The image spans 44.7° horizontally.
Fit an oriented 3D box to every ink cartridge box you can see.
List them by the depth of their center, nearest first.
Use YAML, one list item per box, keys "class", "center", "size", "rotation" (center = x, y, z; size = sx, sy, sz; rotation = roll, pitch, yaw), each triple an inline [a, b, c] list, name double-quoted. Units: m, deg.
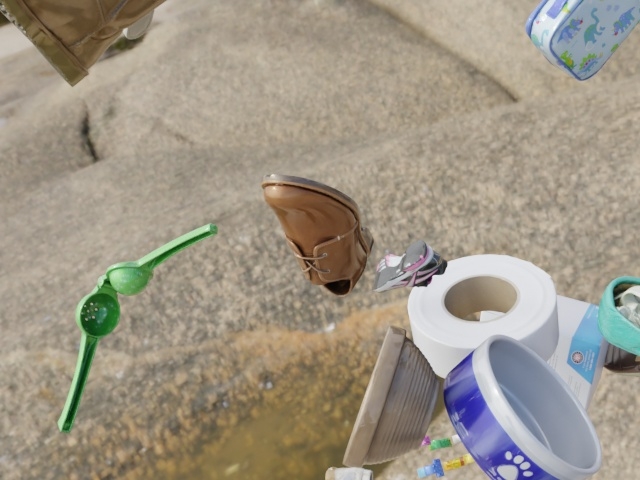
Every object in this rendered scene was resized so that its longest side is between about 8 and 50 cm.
- class: "ink cartridge box"
  center: [0.520, 0.247, 1.826]
  size: [0.270, 0.198, 0.197]
  rotation: [16, 26, 25]

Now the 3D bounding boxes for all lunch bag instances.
- class: "lunch bag"
  center: [0.480, -0.410, 1.381]
  size: [0.219, 0.176, 0.090]
  rotation: [-52, 46, 15]

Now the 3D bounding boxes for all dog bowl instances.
- class: "dog bowl"
  center: [0.330, 0.290, 1.276]
  size: [0.104, 0.265, 0.265]
  rotation: [-46, 15, 26]

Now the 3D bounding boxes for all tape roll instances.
- class: "tape roll"
  center: [0.317, 0.147, 1.512]
  size: [0.286, 0.100, 0.286]
  rotation: [-11, 32, 7]

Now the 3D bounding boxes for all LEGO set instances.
- class: "LEGO set"
  center: [0.288, 0.462, 1.695]
  size: [0.227, 0.087, 0.093]
  rotation: [2, -26, -37]

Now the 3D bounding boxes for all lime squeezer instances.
- class: "lime squeezer"
  center: [-0.239, 0.074, 0.924]
  size: [0.310, 0.059, 0.110]
  rotation: [-51, 30, 10]

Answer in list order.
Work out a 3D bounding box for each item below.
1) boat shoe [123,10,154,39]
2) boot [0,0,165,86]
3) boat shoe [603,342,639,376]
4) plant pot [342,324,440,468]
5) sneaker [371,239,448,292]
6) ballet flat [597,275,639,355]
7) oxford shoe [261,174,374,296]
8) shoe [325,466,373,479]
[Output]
- class: "boat shoe"
  center: [-0.308, -0.434, 1.312]
  size: [0.075, 0.065, 0.206]
  rotation: [-31, -15, -41]
- class: "boot"
  center: [-0.193, -0.297, 0.743]
  size: [0.269, 0.089, 0.236]
  rotation: [-44, -11, -6]
- class: "boat shoe"
  center: [0.762, 0.289, 1.817]
  size: [0.095, 0.095, 0.257]
  rotation: [-64, 19, -10]
- class: "plant pot"
  center: [0.123, 0.264, 1.253]
  size: [0.110, 0.237, 0.237]
  rotation: [20, 36, 6]
- class: "sneaker"
  center: [0.162, 0.064, 1.417]
  size: [0.178, 0.077, 0.072]
  rotation: [-29, 36, 57]
- class: "ballet flat"
  center: [0.377, 0.099, 0.756]
  size: [0.083, 0.087, 0.247]
  rotation: [-35, 37, -23]
- class: "oxford shoe"
  center: [0.000, 0.000, 0.756]
  size: [0.076, 0.212, 0.076]
  rotation: [5, 69, 26]
- class: "shoe"
  center: [0.051, 0.390, 0.962]
  size: [0.058, 0.219, 0.076]
  rotation: [-10, -7, 7]
